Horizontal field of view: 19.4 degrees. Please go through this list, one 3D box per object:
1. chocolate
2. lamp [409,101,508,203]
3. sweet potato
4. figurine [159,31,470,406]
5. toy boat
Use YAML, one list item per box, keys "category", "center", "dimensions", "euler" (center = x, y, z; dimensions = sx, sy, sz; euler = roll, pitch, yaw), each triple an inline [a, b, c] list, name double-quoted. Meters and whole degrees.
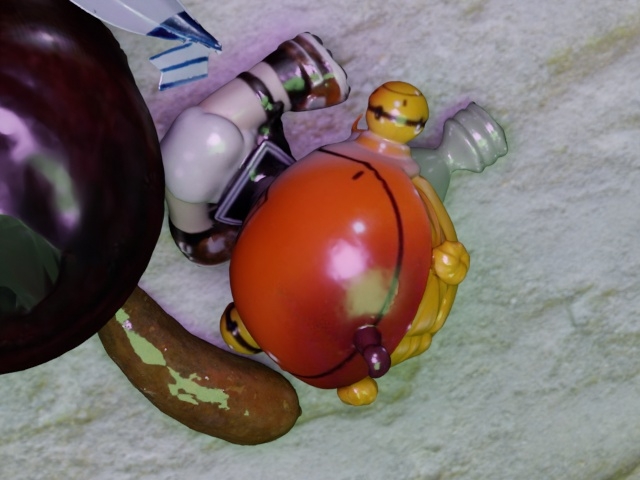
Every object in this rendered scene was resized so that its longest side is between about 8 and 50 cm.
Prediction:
- category: "chocolate"
  center: [-0.309, -0.040, 1.602]
  dimensions: [0.384, 0.331, 0.383]
  euler: [-7, 120, -13]
- category: "lamp"
  center: [0.094, -0.059, 1.837]
  dimensions: [0.193, 0.106, 0.106]
  euler: [-34, 120, -6]
- category: "sweet potato"
  center: [-0.137, 0.127, 1.868]
  dimensions: [0.292, 0.097, 0.097]
  euler: [34, 103, -27]
- category: "figurine"
  center: [-0.004, -0.001, 1.701]
  dimensions: [0.196, 0.323, 0.320]
  euler: [-8, 137, -54]
- category: "toy boat"
  center: [-0.192, -0.266, 1.591]
  dimensions: [0.292, 0.210, 0.070]
  euler: [33, 138, -14]
